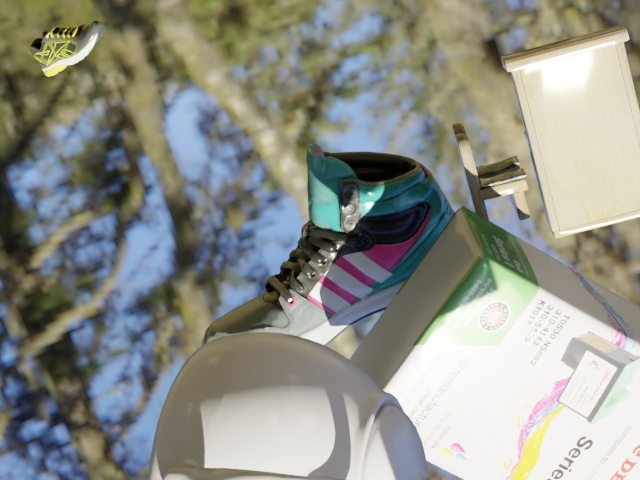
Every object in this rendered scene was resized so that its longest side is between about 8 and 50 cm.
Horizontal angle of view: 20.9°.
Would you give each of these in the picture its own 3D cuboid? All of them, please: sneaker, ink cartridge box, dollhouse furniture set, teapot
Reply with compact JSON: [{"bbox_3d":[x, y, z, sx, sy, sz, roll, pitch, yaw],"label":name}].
[{"bbox_3d":[-0.217,-0.167,1.470,0.083,0.035,0.031,-27,-154,38],"label":"sneaker"},{"bbox_3d":[0.195,0.129,1.615,0.201,0.278,0.117,-55,-160,17],"label":"ink cartridge box"},{"bbox_3d":[0.230,-0.113,1.595,0.212,0.161,0.242,-15,-170,4],"label":"dollhouse furniture set"},{"bbox_3d":[0.000,0.000,1.697,0.295,0.178,0.124,-26,-155,-17],"label":"sneaker"},{"bbox_3d":[-0.003,0.183,1.257,0.187,0.252,0.256,1,-144,19],"label":"teapot"}]
